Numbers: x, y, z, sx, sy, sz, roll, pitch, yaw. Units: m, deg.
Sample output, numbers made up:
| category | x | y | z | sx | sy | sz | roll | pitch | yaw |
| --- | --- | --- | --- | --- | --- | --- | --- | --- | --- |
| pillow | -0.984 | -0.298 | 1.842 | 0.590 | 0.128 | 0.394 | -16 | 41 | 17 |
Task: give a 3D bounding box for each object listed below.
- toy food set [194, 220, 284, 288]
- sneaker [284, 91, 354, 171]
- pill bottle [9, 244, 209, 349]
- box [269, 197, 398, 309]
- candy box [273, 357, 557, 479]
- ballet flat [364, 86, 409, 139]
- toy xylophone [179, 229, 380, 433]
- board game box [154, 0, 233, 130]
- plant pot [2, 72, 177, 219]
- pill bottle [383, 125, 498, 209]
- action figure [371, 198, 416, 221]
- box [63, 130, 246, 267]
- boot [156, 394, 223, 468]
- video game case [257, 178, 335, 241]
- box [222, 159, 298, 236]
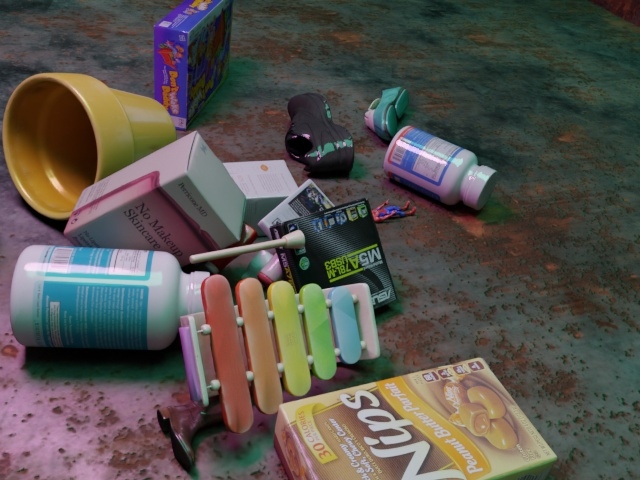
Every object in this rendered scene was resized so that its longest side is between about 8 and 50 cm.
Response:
| category | x | y | z | sx | sy | sz | roll | pitch | yaw |
| --- | --- | --- | --- | --- | --- | --- | --- | --- | --- |
| toy food set | -0.135 | 0.041 | 1.156 | 0.232 | 0.111 | 0.104 | 36 | 73 | 17 |
| sneaker | -0.029 | -0.248 | 1.575 | 0.130 | 0.109 | 0.286 | -12 | 39 | -19 |
| pill bottle | -0.295 | 0.085 | 1.010 | 0.264 | 0.146 | 0.146 | 4 | 36 | -9 |
| box | 0.025 | 0.039 | 1.132 | 0.191 | 0.184 | 0.045 | -17 | 0 | -38 |
| candy box | 0.118 | 0.272 | 0.904 | 0.316 | 0.087 | 0.183 | -8 | 39 | -23 |
| ballet flat | 0.157 | -0.311 | 1.739 | 0.087 | 0.083 | 0.247 | -5 | 30 | 22 |
| toy xylophone | -0.067 | 0.111 | 0.973 | 0.323 | 0.236 | 0.081 | -18 | 3 | -39 |
| board game box | -0.298 | -0.446 | 1.664 | 0.078 | 0.233 | 0.347 | 12 | 36 | 4 |
| plant pot | -0.404 | -0.178 | 1.285 | 0.254 | 0.254 | 0.239 | 28 | 23 | 23 |
| pill bottle | 0.257 | -0.150 | 1.488 | 0.221 | 0.124 | 0.124 | 29 | 40 | 23 |
| action figure | 0.138 | -0.059 | 1.418 | 0.115 | 0.030 | 0.038 | -14 | 47 | -27 |
| box | -0.255 | -0.041 | 1.101 | 0.232 | 0.148 | 0.127 | -24 | 34 | 17 |
| boot | -0.146 | 0.243 | 0.926 | 0.114 | 0.037 | 0.106 | -9 | 38 | -32 |
| video game case | 0.000 | 0.000 | 1.227 | 0.190 | 0.022 | 0.173 | 48 | 41 | -3 |
| box | -0.136 | -0.079 | 1.321 | 0.171 | 0.091 | 0.130 | -5 | 38 | -19 |
